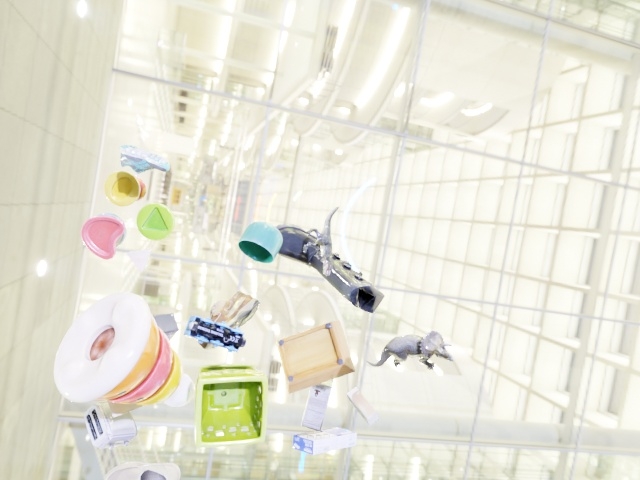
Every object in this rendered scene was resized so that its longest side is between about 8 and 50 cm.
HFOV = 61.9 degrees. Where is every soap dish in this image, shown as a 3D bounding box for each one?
[{"bbox_3d":[-0.030,0.467,2.177,0.118,0.290,0.229,62,9,-61],"label":"soap dish"}]

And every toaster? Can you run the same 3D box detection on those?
[{"bbox_3d":[-0.863,0.743,2.190,0.129,0.146,0.227,-40,-116,20],"label":"toaster"}]

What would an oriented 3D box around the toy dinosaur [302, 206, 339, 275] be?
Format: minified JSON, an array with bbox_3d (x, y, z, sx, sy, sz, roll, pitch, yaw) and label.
[{"bbox_3d":[0.000,0.000,2.020,0.064,0.118,0.268,-140,-127,-67],"label":"toy dinosaur"}]

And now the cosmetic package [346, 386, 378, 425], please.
[{"bbox_3d":[0.139,0.547,1.762,0.115,0.041,0.060,45,-19,38],"label":"cosmetic package"}]

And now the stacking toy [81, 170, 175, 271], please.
[{"bbox_3d":[-0.665,-0.064,1.897,0.309,0.279,0.130,-56,-174,7],"label":"stacking toy"}]

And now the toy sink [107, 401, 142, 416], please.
[{"bbox_3d":[-0.684,0.524,1.996,0.153,0.234,0.131,36,-41,57],"label":"toy sink"}]

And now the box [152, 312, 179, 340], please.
[{"bbox_3d":[-0.818,0.432,2.468,0.184,0.261,0.103,-47,-121,32],"label":"box"}]

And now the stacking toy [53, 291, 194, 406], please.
[{"bbox_3d":[-0.562,0.419,1.728,0.480,0.350,0.351,51,30,-44],"label":"stacking toy"}]

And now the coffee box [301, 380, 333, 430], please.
[{"bbox_3d":[-0.010,0.744,2.508,0.141,0.098,0.247,-62,167,-72],"label":"coffee box"}]

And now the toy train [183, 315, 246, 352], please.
[{"bbox_3d":[-0.312,0.278,1.591,0.105,0.184,0.080,-7,-118,59],"label":"toy train"}]

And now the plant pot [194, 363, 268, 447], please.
[{"bbox_3d":[-0.306,0.531,1.775,0.207,0.228,0.227,-160,-107,-72],"label":"plant pot"}]

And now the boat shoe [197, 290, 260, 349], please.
[{"bbox_3d":[-0.352,0.284,1.960,0.123,0.120,0.324,-59,169,29],"label":"boat shoe"}]

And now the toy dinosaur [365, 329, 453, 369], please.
[{"bbox_3d":[0.301,0.362,1.796,0.160,0.313,0.121,63,34,-42],"label":"toy dinosaur"}]

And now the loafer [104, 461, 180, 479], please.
[{"bbox_3d":[-0.639,0.842,1.891,0.092,0.268,0.102,97,-14,-83],"label":"loafer"}]

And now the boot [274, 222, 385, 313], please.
[{"bbox_3d":[0.010,0.116,2.184,0.445,0.367,0.146,46,-66,42],"label":"boot"}]

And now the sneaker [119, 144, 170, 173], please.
[{"bbox_3d":[-0.553,-0.241,1.674,0.065,0.166,0.076,-59,170,-65],"label":"sneaker"}]

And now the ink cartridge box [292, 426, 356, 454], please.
[{"bbox_3d":[0.016,0.660,1.761,0.097,0.207,0.046,-4,-100,45],"label":"ink cartridge box"}]

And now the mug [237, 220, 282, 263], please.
[{"bbox_3d":[-0.195,0.000,1.721,0.157,0.129,0.097,-10,-134,48],"label":"mug"}]
